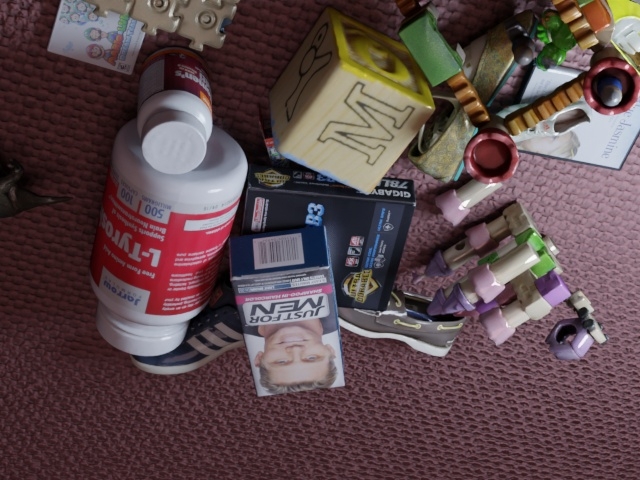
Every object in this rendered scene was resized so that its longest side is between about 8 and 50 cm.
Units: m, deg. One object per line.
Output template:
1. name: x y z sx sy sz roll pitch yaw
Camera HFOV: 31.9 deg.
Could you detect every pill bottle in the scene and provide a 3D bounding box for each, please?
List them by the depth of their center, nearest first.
1. pill bottle: -0.236 -0.210 1.813 0.121 0.221 0.121 -4 129 -4
2. pill bottle: -0.281 0.000 1.971 0.229 0.229 0.407 9 127 -14

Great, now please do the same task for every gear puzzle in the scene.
1. gear puzzle: -0.285 -0.423 1.743 0.339 0.044 0.175 17 111 -19

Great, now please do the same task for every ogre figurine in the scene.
1. ogre figurine: 0.411 -0.354 1.834 0.197 0.118 0.097 -37 101 25

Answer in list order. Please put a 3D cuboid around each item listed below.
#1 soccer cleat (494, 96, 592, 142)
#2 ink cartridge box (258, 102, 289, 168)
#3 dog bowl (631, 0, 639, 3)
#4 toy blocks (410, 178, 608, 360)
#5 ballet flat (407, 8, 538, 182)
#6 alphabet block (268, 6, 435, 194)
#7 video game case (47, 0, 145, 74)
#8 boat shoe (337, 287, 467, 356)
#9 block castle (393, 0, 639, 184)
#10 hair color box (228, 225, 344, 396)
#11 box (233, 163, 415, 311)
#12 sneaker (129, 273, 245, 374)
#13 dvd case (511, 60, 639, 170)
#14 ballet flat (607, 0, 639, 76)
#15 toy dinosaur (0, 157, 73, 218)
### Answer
1. soccer cleat: 0.377 -0.207 1.956 0.196 0.076 0.068 -18 129 9
2. ink cartridge box: -0.081 -0.180 1.958 0.029 0.063 0.115 -12 129 4
3. dog bowl: 0.522 -0.518 1.608 0.408 0.150 0.408 -10 111 -29
4. toy blocks: 0.315 0.090 2.086 0.260 0.288 0.309 -36 127 16
5. ballet flat: 0.247 -0.252 1.916 0.123 0.123 0.348 13 126 -17
6. alphabet block: 0.046 -0.231 1.854 0.193 0.192 0.197 22 124 -25
7. video game case: -0.354 -0.355 1.812 0.143 0.019 0.157 14 126 -17
8. boat shoe: 0.143 0.138 2.213 0.324 0.116 0.096 19 119 -26
9. block castle: 0.257 -0.340 1.685 0.303 0.213 0.453 -29 105 21
10. hair color box: -0.055 0.135 2.022 0.174 0.105 0.347 -7 138 1
11. box: 0.000 0.000 2.015 0.293 0.073 0.295 5 136 -7
12. sneaker: -0.209 0.146 2.169 0.350 0.131 0.148 -17 131 -6
13. dvd case: 0.463 -0.221 2.019 0.253 0.022 0.180 9 127 -14
14. ballet flat: 0.545 -0.330 1.905 0.077 0.077 0.231 -34 125 21
15. toy dinosaur: -0.591 -0.095 1.952 0.313 0.121 0.160 2 140 -14
